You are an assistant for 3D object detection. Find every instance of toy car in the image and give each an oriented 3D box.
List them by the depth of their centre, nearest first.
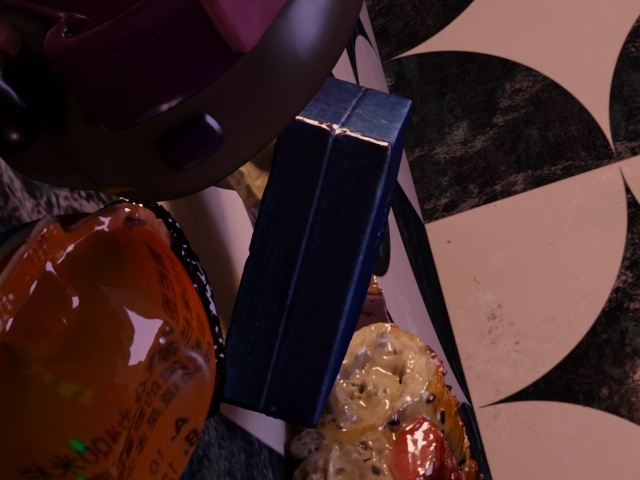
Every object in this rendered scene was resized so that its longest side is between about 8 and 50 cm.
[{"bbox_3d":[-0.118,-0.132,0.718,0.271,0.341,0.240,-55,140,-17],"label":"toy car"}]

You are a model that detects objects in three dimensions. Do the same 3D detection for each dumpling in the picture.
[{"bbox_3d":[-0.103,-0.146,1.304,0.179,0.131,0.252,51,16,-36],"label":"dumpling"}]

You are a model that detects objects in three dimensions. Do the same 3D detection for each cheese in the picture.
[{"bbox_3d":[-0.130,0.102,0.735,0.217,0.129,0.329,-61,160,-24],"label":"cheese"}]

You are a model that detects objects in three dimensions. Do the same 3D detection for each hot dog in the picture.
[{"bbox_3d":[0.110,0.331,1.433,0.367,0.196,0.365,-90,162,-51],"label":"hot dog"}]

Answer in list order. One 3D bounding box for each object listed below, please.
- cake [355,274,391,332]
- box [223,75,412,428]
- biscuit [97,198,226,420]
[{"bbox_3d":[-0.006,0.017,1.668,0.116,0.113,0.295,63,1,-46],"label":"cake"},{"bbox_3d":[0.000,0.000,1.246,0.261,0.116,0.278,-59,164,-73],"label":"box"},{"bbox_3d":[-0.129,0.057,1.026,0.194,0.053,0.194,-18,90,-79],"label":"biscuit"}]
